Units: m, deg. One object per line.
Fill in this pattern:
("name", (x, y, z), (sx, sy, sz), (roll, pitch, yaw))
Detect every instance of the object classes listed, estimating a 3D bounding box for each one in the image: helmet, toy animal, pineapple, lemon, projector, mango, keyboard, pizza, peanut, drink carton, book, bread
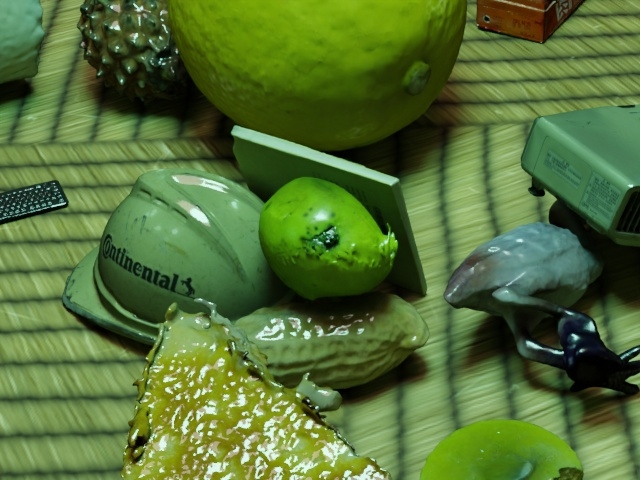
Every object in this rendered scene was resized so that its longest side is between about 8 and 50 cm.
("helmet", (-0.136, -0.004, 1.535), (0.257, 0.137, 0.204), (13, 39, 24))
("toy animal", (0.214, 0.033, 1.488), (0.195, 0.090, 0.324), (22, 32, -4))
("pineapple", (-0.204, -0.237, 1.853), (0.166, 0.166, 0.193), (-19, 41, -19))
("lemon", (0.000, -0.258, 1.720), (0.348, 0.348, 0.348), (-3, 36, 2))
("projector", (0.347, -0.058, 1.544), (0.269, 0.088, 0.193), (-6, 34, -37))
("mango", (-0.001, 0.001, 1.432), (0.100, 0.119, 0.178), (-50, 15, -1))
("keyboard", (-0.353, -0.033, 1.709), (0.155, 0.010, 0.053), (-16, 38, -16))
("pizza", (-0.071, 0.169, 1.310), (0.189, 0.071, 0.297), (-35, 58, -15))
("peanut", (0.002, 0.094, 1.433), (0.194, 0.083, 0.093), (-9, 5, -12))
("drink carton", (0.290, -0.338, 2.011), (0.096, 0.071, 0.223), (19, 41, 27))
("book", (0.008, -0.028, 1.532), (0.192, 0.168, 0.013), (20, 59, 30))
("bread", (0.135, 0.209, 1.227), (0.129, 0.114, 0.111), (-31, 43, -32))

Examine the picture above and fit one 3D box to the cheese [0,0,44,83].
("cheese", (-0.471, -0.319, 1.896), (0.153, 0.292, 0.332), (-24, 28, -25))
